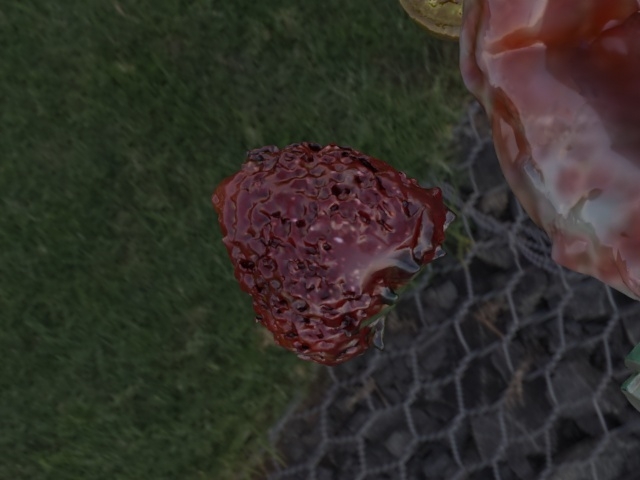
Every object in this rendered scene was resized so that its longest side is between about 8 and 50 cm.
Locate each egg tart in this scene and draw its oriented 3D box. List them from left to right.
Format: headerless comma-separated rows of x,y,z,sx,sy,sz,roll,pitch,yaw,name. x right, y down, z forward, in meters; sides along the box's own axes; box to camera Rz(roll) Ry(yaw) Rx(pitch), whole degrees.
0.195,-0.355,2.001,0.203,0.147,0.202,-1,80,3,egg tart

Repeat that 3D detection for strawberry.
0.000,0.000,1.264,0.201,0.187,0.184,33,61,-3,strawberry

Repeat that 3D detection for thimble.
0.170,-0.091,0.556,0.162,0.239,0.239,-20,60,-26,thimble

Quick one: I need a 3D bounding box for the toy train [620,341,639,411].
0.280,0.059,0.880,0.125,0.081,0.194,42,87,6,toy train
